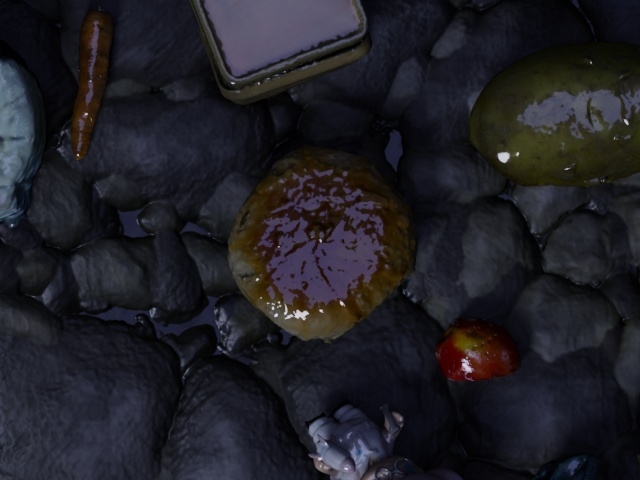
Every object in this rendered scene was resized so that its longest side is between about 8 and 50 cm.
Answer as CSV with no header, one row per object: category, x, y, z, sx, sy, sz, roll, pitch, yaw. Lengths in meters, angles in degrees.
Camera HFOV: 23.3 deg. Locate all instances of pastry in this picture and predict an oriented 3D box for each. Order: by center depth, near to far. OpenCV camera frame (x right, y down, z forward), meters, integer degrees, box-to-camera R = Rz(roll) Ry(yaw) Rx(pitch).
pastry,0.000,0.000,1.599,0.192,0.093,0.182,-44,85,-2

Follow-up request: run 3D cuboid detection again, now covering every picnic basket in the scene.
picnic basket,-0.065,-0.281,1.590,0.165,0.139,0.267,-22,87,-2

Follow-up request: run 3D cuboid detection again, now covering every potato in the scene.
potato,0.270,-0.130,1.600,0.251,0.113,0.149,-13,94,8

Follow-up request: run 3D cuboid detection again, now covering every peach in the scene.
peach,0.166,0.120,1.616,0.083,0.050,0.077,36,88,-2

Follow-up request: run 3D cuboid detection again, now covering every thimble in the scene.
thimble,-0.386,-0.112,1.576,0.237,0.150,0.237,0,88,-1

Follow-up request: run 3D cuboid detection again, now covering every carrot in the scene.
carrot,-0.242,-0.165,1.637,0.035,0.035,0.165,6,89,0

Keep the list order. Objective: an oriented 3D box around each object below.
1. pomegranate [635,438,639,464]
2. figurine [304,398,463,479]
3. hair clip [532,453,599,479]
pomegranate,0.423,0.244,1.540,0.225,0.187,0.187,30,87,-5
figurine,0.070,0.257,1.561,0.137,0.112,0.229,-23,56,-30
hair clip,0.220,0.352,1.503,0.194,0.310,0.206,37,117,3
